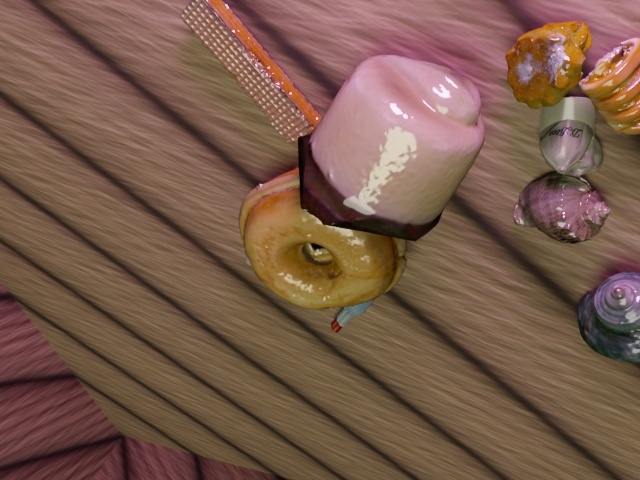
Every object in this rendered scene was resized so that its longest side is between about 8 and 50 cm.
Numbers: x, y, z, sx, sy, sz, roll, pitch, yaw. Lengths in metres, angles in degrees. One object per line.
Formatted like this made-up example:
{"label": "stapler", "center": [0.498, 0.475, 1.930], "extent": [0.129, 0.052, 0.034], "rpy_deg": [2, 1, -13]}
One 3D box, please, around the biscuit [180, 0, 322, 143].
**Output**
{"label": "biscuit", "center": [-0.145, -0.370, 1.207], "extent": [0.094, 0.054, 0.379], "rpy_deg": [-25, 117, 41]}

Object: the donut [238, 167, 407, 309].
{"label": "donut", "center": [0.000, 0.000, 1.384], "extent": [0.448, 0.198, 0.449], "rpy_deg": [13, 135, 13]}

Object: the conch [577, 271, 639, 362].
{"label": "conch", "center": [0.696, 0.169, 1.245], "extent": [0.220, 0.195, 0.277], "rpy_deg": [30, 172, 38]}

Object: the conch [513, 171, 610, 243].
{"label": "conch", "center": [0.509, -0.071, 1.167], "extent": [0.207, 0.130, 0.155], "rpy_deg": [4, 101, 52]}

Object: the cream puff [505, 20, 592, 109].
{"label": "cream puff", "center": [0.406, -0.313, 0.961], "extent": [0.146, 0.116, 0.146], "rpy_deg": [47, 151, 38]}

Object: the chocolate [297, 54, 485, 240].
{"label": "chocolate", "center": [0.139, -0.209, 1.047], "extent": [0.326, 0.314, 0.297], "rpy_deg": [9, 132, -10]}

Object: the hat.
{"label": "hat", "center": [0.488, -0.197, 1.059], "extent": [0.122, 0.081, 0.166], "rpy_deg": [4, 122, 19]}

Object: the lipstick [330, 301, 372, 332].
{"label": "lipstick", "center": [0.097, 0.197, 1.621], "extent": [0.068, 0.061, 0.274], "rpy_deg": [29, 137, -5]}

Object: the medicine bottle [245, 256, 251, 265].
{"label": "medicine bottle", "center": [-0.192, 0.033, 1.611], "extent": [0.052, 0.052, 0.089], "rpy_deg": [25, 137, 2]}

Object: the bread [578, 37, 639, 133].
{"label": "bread", "center": [0.535, -0.263, 0.944], "extent": [0.177, 0.084, 0.119], "rpy_deg": [41, 94, -19]}
